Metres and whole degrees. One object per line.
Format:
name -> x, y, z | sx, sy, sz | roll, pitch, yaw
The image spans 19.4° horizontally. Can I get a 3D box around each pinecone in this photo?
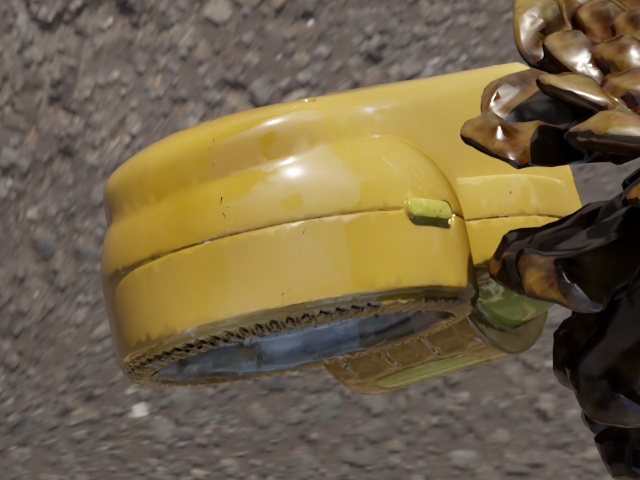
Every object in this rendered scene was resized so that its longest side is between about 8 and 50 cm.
pinecone -> 0.261, 0.018, 1.035 | 0.384, 0.384, 0.384 | 2, 82, -12

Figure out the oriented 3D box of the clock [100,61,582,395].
clock -> 0.000, 0.000, 1.189 | 0.317, 0.244, 0.200 | -3, 73, -53
